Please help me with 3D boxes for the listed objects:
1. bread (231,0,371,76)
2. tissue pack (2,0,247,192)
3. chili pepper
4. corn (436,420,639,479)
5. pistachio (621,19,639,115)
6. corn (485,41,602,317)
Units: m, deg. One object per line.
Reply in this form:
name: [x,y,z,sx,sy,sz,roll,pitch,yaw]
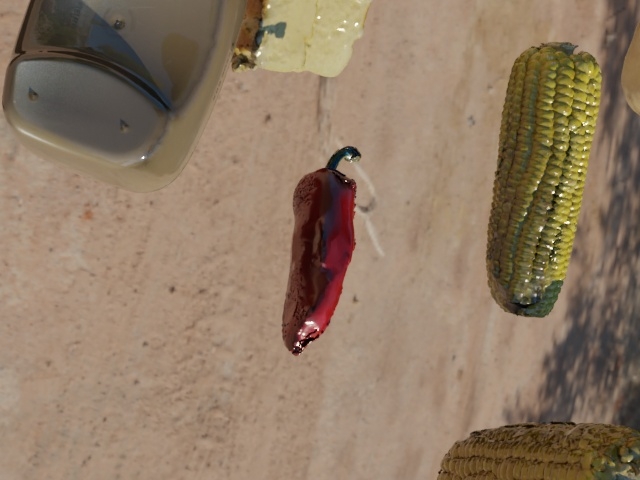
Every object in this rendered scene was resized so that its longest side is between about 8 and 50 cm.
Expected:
bread: [-0.079,-0.527,1.616,0.279,0.390,0.371,-2,120,-31]
tissue pack: [-0.260,-0.269,1.194,0.277,0.267,0.387,148,-40,-84]
chili pepper: [0.000,0.000,1.329,0.110,0.110,0.387,52,38,-49]
corn: [0.187,0.206,0.729,0.115,0.115,0.318,-65,-172,-19]
pistachio: [0.601,-0.313,1.360,0.193,0.214,0.318,-56,179,-37]
corn: [0.159,-0.042,0.629,0.072,0.072,0.203,-6,106,-55]
